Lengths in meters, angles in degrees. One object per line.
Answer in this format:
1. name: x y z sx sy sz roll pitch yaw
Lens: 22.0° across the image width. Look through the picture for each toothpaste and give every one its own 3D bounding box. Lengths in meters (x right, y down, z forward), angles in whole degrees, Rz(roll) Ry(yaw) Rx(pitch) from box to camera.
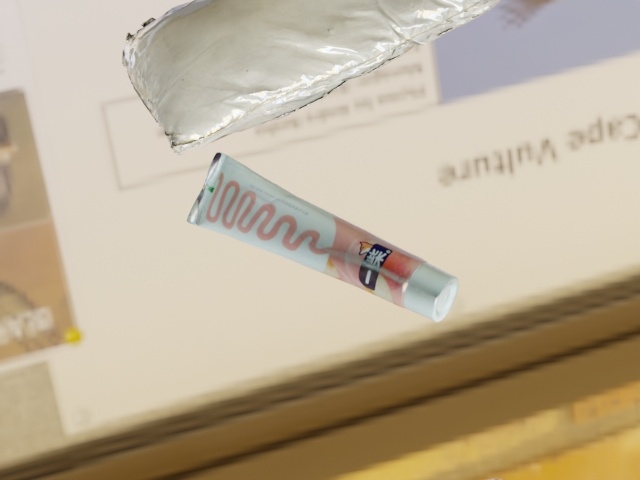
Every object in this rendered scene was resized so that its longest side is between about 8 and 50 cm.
1. toothpaste: 0.000 0.000 1.145 0.205 0.056 0.036 25 -179 24

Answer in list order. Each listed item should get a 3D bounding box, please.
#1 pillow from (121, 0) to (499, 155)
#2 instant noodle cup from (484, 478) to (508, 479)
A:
1. pillow: 0.000 -0.130 0.916 0.229 0.051 0.128 -27 -139 0
2. instant noodle cup: 0.161 0.328 1.276 0.217 0.217 0.207 14 -119 45
